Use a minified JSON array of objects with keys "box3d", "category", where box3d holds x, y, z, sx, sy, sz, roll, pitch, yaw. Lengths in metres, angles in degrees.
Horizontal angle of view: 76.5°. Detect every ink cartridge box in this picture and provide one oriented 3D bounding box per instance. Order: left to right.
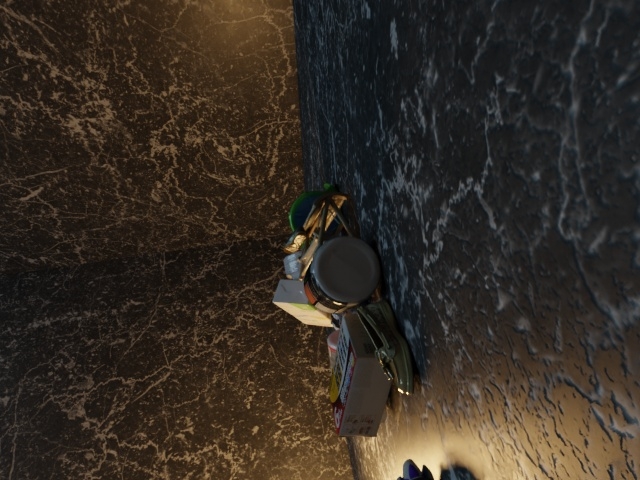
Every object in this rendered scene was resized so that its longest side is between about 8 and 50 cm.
[{"box3d":[-0.032,0.309,1.893,0.353,0.207,0.119,44,-127,-46],"category":"ink cartridge box"},{"box3d":[0.116,0.399,1.278,0.272,0.130,0.309,-107,24,-64],"category":"ink cartridge box"}]

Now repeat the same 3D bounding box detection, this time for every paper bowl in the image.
[{"box3d":[-0.025,0.133,1.910,0.284,0.284,0.148,102,160,-76],"category":"paper bowl"}]

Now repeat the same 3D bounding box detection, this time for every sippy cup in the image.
[{"box3d":[-0.044,-0.104,1.833,0.224,0.305,0.240,-165,55,-74],"category":"sippy cup"}]

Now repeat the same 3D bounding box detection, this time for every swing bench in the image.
[{"box3d":[0.009,-0.016,1.553,0.253,0.165,0.255,120,146,-49],"category":"swing bench"}]

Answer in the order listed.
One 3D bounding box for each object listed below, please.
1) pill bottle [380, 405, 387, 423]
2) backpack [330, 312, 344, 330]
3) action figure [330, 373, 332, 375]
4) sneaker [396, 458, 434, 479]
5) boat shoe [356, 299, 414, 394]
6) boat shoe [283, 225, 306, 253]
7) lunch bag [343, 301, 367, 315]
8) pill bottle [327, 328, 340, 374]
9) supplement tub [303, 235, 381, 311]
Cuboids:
[{"box3d":[0.177,0.557,1.415,0.169,0.094,0.094,-120,22,-76],"category":"pill bottle"},{"box3d":[0.101,0.318,1.742,0.173,0.117,0.158,-119,21,-78],"category":"backpack"},{"box3d":[0.127,0.673,1.939,0.164,0.141,0.276,-109,8,-72],"category":"action figure"},{"box3d":[0.208,0.552,0.828,0.236,0.130,0.323,-112,8,-52],"category":"sneaker"},{"box3d":[0.169,0.276,1.057,0.285,0.089,0.105,-106,10,-56],"category":"boat shoe"},{"box3d":[-0.094,-0.001,1.532,0.152,0.056,0.049,-44,36,47],"category":"boat shoe"},{"box3d":[0.132,0.265,1.500,0.151,0.096,0.129,-82,-12,-50],"category":"lunch bag"},{"box3d":[0.121,0.497,1.569,0.161,0.161,0.283,-117,19,-75],"category":"pill bottle"},{"box3d":[0.055,0.124,1.305,0.338,0.207,0.207,117,144,-73],"category":"supplement tub"}]
